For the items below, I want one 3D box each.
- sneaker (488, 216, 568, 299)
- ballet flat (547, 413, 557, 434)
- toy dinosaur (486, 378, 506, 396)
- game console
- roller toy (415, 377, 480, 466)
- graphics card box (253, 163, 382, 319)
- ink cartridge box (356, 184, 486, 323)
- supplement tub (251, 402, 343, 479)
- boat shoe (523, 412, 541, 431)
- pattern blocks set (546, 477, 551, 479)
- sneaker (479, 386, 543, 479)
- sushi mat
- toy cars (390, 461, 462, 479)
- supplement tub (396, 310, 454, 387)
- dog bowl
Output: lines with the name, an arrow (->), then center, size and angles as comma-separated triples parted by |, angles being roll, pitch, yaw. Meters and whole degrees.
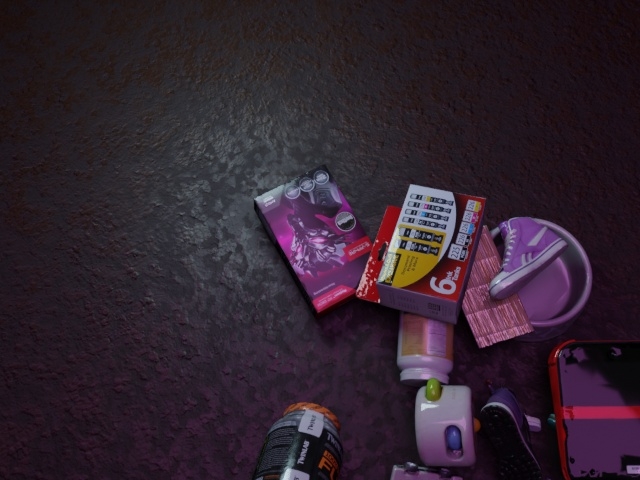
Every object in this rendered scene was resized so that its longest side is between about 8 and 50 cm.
sneaker -> 0.492, 0.037, 1.747 | 0.282, 0.102, 0.161 | -31, 66, -32
ballet flat -> 0.674, 0.516, 1.687 | 0.087, 0.083, 0.247 | -36, 79, -11
toy dinosaur -> 0.453, 0.404, 1.755 | 0.082, 0.047, 0.090 | 38, 84, 33
game console -> 0.760, 0.406, 1.628 | 0.386, 0.060, 0.342 | -1, 71, 3
roller toy -> 0.314, 0.450, 1.644 | 0.146, 0.209, 0.191 | -4, 58, 15
graphics card box -> 0.000, 0.000, 1.864 | 0.233, 0.094, 0.371 | -27, 77, -11
ink cartridge box -> 0.254, 0.024, 1.732 | 0.272, 0.130, 0.309 | 12, 61, 17
supplement tub -> -0.056, 0.545, 1.569 | 0.193, 0.193, 0.316 | 12, 37, 5
boat shoe -> 0.516, 0.460, 1.738 | 0.100, 0.035, 0.035 | 11, 42, 9
pattern blocks set -> 0.694, 0.625, 1.608 | 0.324, 0.026, 0.285 | 2, 80, 3
sneaker -> 0.489, 0.496, 1.662 | 0.107, 0.124, 0.283 | -12, 104, 34
sushi mat -> 0.424, 0.115, 1.769 | 0.151, 0.019, 0.316 | -19, 69, -1
toy cars -> 0.156, 0.645, 1.638 | 0.393, 0.087, 0.176 | -29, 100, -12
supplement tub -> 0.272, 0.271, 1.751 | 0.144, 0.144, 0.200 | 5, 69, 3
dog bowl -> 0.569, 0.096, 1.839 | 0.348, 0.102, 0.349 | 0, 69, 0
